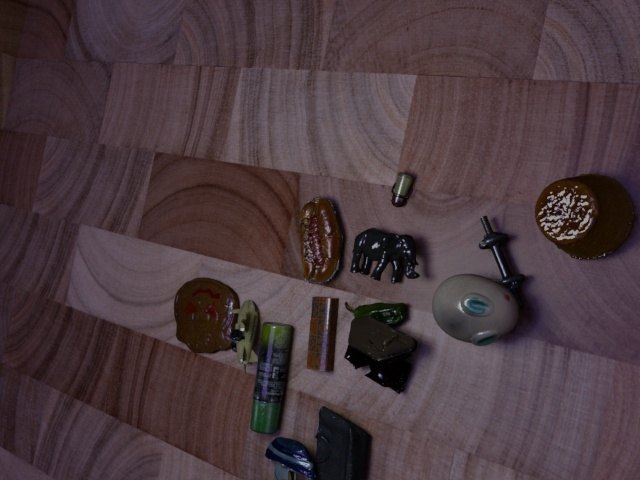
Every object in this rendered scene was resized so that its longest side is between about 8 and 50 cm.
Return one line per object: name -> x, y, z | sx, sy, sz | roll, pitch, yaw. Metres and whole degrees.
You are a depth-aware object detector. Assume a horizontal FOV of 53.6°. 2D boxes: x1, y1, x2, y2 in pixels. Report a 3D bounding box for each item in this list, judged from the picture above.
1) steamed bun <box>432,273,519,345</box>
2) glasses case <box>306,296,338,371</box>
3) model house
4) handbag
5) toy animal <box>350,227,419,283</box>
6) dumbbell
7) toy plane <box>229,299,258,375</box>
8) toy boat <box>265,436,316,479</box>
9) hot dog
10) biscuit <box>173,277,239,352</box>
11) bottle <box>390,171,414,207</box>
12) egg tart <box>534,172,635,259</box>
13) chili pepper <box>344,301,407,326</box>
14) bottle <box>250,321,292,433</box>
steamed bun -> 0.382, 0.181, 1.601 | 0.228, 0.131, 0.177 | 4, 118, 43
glasses case -> 0.004, 0.279, 1.899 | 0.075, 0.049, 0.218 | 2, 85, 31
model house -> 0.164, 0.319, 1.765 | 0.203, 0.164, 0.141 | 31, 63, 36
handbag -> 0.047, 0.627, 1.820 | 0.175, 0.089, 0.270 | 9, 93, 43
toy animal -> 0.179, 0.042, 1.782 | 0.245, 0.115, 0.146 | 16, 93, 31
dumbbell -> 0.465, 0.054, 1.628 | 0.082, 0.082, 0.253 | -27, 72, 26
toy plane -> -0.239, 0.290, 1.992 | 0.093, 0.229, 0.244 | -4, 50, -5
toy boat -> -0.089, 0.740, 1.895 | 0.221, 0.067, 0.290 | 8, 103, 45
hot dog -> 0.000, 0.000, 1.920 | 0.144, 0.075, 0.267 | -9, 77, 33
biscuit -> -0.393, 0.254, 2.146 | 0.273, 0.049, 0.257 | -1, 84, 32
bottle -> 0.231, -0.143, 1.816 | 0.063, 0.047, 0.101 | -144, 68, -66
egg tart -> 0.612, -0.062, 1.503 | 0.215, 0.171, 0.215 | -6, 82, 47
chili pepper -> 0.148, 0.214, 1.813 | 0.204, 0.073, 0.072 | -6, 95, 32
bottle -> -0.154, 0.421, 1.952 | 0.093, 0.093, 0.329 | 6, 87, 32
